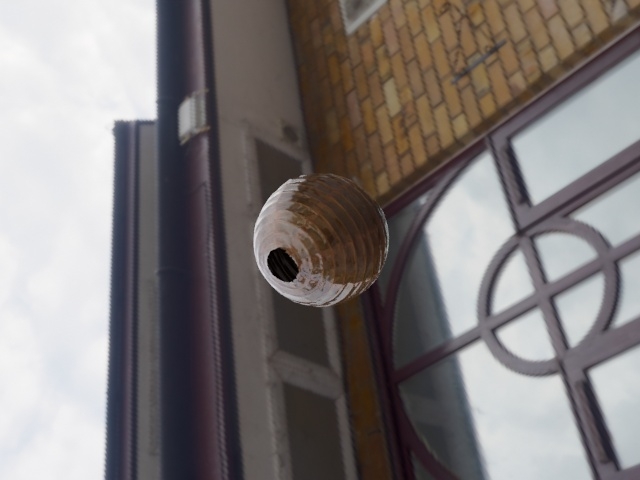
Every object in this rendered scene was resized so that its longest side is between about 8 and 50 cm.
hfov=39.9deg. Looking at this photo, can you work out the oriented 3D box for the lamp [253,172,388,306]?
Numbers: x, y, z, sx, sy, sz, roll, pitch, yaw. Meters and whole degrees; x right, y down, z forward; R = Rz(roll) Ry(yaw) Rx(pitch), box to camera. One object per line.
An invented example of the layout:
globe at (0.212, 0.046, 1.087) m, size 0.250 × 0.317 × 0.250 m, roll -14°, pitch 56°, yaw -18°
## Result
lamp at (0.000, 0.000, 0.874) m, size 0.136 × 0.136 × 0.136 m, roll 31°, pitch -140°, yaw -30°
